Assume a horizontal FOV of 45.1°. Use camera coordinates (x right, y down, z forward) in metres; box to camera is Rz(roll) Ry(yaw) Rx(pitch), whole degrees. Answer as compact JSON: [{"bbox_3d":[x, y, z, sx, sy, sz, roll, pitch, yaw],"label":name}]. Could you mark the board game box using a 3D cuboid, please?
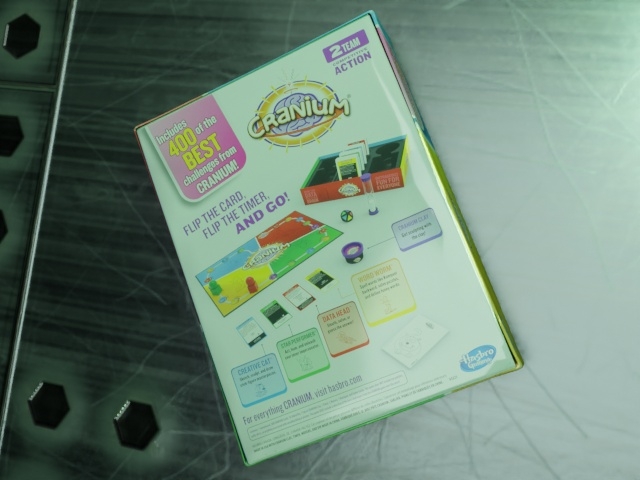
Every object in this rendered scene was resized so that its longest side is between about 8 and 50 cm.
[{"bbox_3d":[0.000,0.000,0.662,0.242,0.064,0.316,-23,79,14],"label":"board game box"}]
